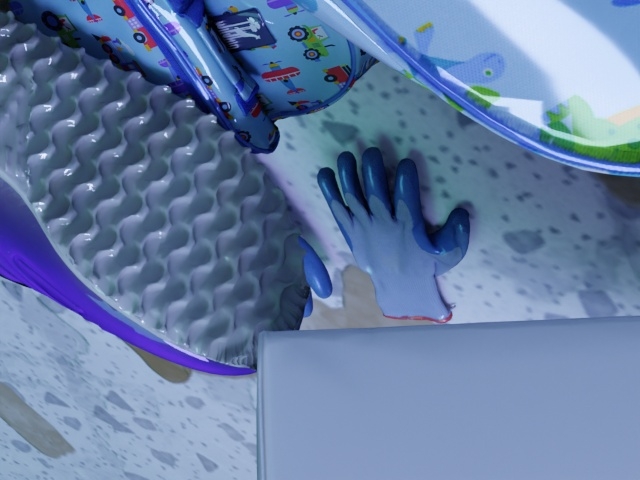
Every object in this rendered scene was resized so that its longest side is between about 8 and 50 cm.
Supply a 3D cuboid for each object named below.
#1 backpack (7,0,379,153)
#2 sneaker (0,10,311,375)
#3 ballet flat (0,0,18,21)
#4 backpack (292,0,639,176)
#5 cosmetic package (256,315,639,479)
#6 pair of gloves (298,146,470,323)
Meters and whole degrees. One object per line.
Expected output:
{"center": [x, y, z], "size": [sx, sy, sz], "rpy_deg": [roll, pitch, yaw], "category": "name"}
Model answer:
{"center": [-0.039, -0.118, 0.706], "size": [0.173, 0.117, 0.158], "rpy_deg": [2, 137, 36], "category": "backpack"}
{"center": [-0.139, -0.026, 0.723], "size": [0.293, 0.102, 0.146], "rpy_deg": [34, 155, 2], "category": "sneaker"}
{"center": [-0.236, -0.213, 0.750], "size": [0.147, 0.147, 0.409], "rpy_deg": [-1, 140, 41], "category": "ballet flat"}
{"center": [0.040, -0.182, 0.418], "size": [0.355, 0.290, 0.273], "rpy_deg": [43, -173, -38], "category": "backpack"}
{"center": [0.155, 0.120, 0.645], "size": [0.366, 0.155, 0.197], "rpy_deg": [-1, 166, -3], "category": "cosmetic package"}
{"center": [0.000, 0.000, 0.900], "size": [0.198, 0.023, 0.159], "rpy_deg": [5, 143, 23], "category": "pair of gloves"}
